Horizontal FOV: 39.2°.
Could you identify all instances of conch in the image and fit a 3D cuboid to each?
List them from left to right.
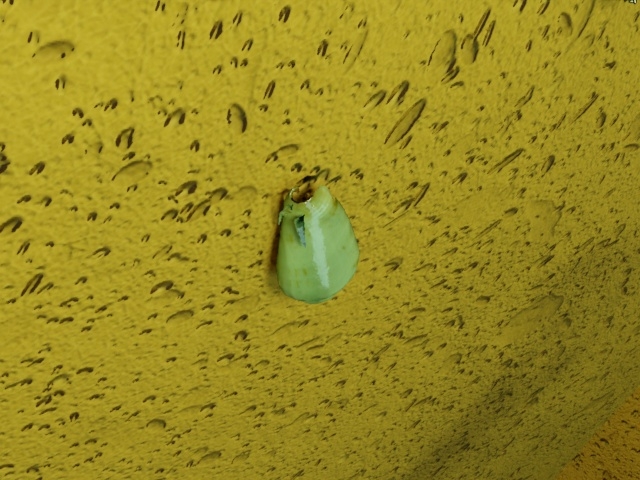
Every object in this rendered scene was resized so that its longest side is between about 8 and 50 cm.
[{"bbox_3d":[0.000,0.000,0.979,0.106,0.079,0.170,-39,146,-31],"label":"conch"}]

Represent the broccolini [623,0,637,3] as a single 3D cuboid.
[{"bbox_3d":[0.401,-0.321,1.004,0.216,0.058,0.067,-24,143,-25],"label":"broccolini"}]
